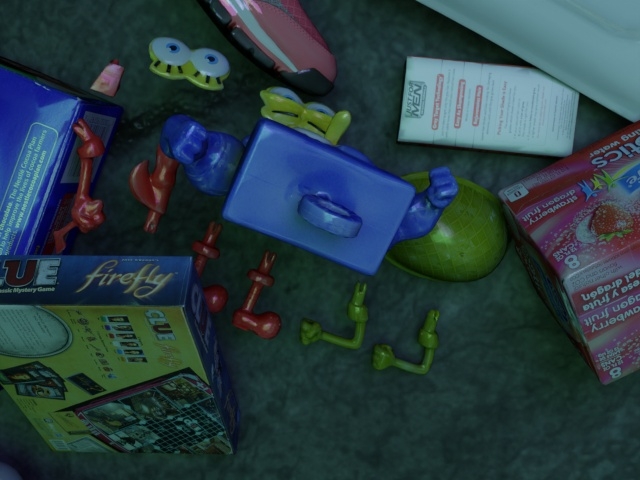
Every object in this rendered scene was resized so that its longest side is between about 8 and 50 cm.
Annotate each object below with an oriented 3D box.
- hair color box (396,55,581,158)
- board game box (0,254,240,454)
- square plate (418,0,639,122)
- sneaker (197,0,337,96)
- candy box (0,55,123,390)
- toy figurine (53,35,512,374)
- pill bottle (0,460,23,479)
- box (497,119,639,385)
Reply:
[{"bbox_3d":[0.136,-0.108,0.687,0.141,0.043,0.071,7,94,2],"label":"hair color box"},{"bbox_3d":[-0.159,0.097,0.638,0.165,0.243,0.042,1,53,4],"label":"board game box"},{"bbox_3d":[0.202,-0.309,0.628,0.347,0.049,0.344,27,89,-7],"label":"square plate"},{"bbox_3d":[-0.065,-0.257,0.640,0.136,0.116,0.314,-37,101,2],"label":"sneaker"},{"bbox_3d":[-0.366,-0.049,0.684,0.317,0.122,0.268,22,95,0],"label":"candy box"},{"bbox_3d":[0.000,0.000,0.571,0.363,0.217,0.191,24,93,-16],"label":"toy figurine"},{"bbox_3d":[-0.345,0.244,0.686,0.279,0.162,0.162,17,95,3],"label":"pill bottle"},{"bbox_3d":[0.283,-0.020,0.623,0.257,0.128,0.122,-27,123,5],"label":"box"}]
